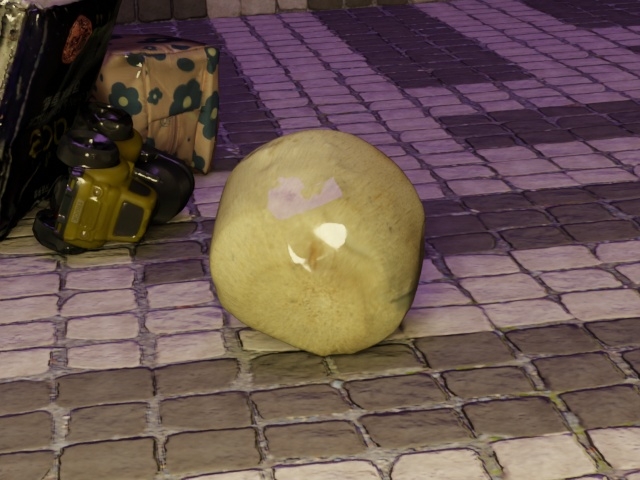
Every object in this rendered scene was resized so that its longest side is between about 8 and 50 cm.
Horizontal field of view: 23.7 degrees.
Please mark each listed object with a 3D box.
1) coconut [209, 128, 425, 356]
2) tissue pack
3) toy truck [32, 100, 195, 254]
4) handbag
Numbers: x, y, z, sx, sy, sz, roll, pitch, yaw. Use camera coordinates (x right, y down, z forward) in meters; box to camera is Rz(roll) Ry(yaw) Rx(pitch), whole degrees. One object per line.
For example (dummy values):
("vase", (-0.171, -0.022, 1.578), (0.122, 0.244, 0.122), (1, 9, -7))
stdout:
("coconut", (0.000, 0.000, 1.447), (0.224, 0.224, 0.224), (-3, 16, 1))
("tissue pack", (-0.356, -0.166, 1.864), (0.123, 0.332, 0.245), (27, 23, 11))
("toy truck", (-0.240, -0.061, 1.830), (0.165, 0.147, 0.224), (19, 19, -5))
("handbag", (-0.258, -0.192, 2.158), (0.190, 0.193, 0.251), (-7, 14, -32))
